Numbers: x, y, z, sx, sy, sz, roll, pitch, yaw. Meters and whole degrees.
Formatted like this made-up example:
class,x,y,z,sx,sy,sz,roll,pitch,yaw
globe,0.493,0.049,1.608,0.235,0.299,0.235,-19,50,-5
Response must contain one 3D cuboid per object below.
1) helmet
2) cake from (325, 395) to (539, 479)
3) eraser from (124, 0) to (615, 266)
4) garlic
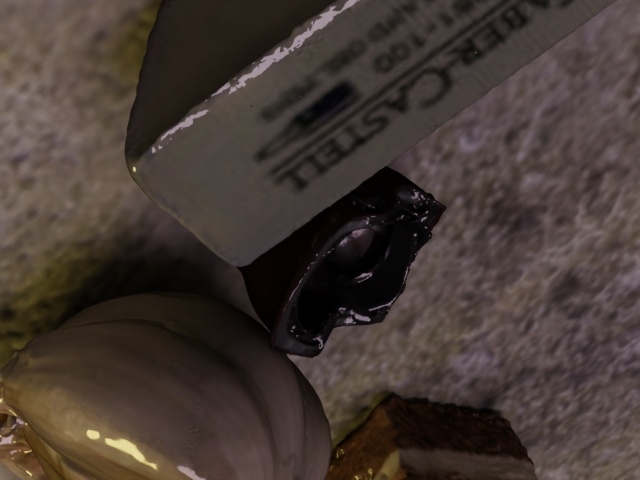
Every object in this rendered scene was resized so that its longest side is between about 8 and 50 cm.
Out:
class,x,y,z,sx,sy,sz,roll,pitch,yaw
helmet,0.000,0.000,0.875,0.123,0.070,0.098,-15,139,-48
cake,0.069,0.193,1.076,0.135,0.147,0.135,11,124,-40
eraser,0.066,-0.132,0.780,0.352,0.077,0.111,-36,140,7
garlic,-0.074,0.100,0.908,0.143,0.178,0.229,-52,167,-21
